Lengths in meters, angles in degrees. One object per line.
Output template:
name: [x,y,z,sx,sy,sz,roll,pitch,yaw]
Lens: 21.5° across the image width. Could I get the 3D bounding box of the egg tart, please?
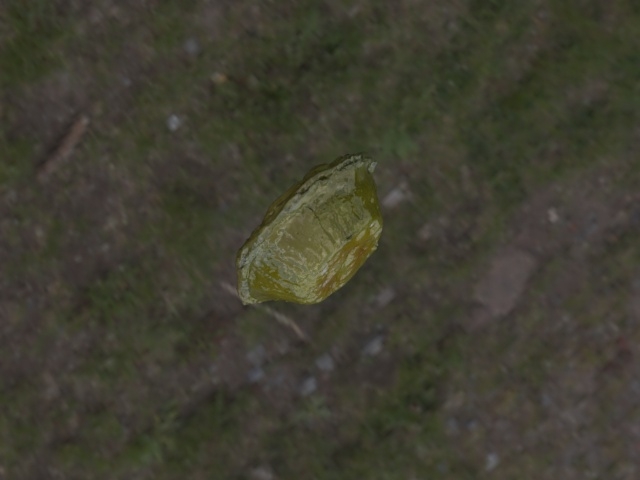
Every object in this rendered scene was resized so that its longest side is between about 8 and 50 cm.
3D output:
egg tart: [0.000,0.000,0.885,0.105,0.039,0.105,-42,162,-17]
